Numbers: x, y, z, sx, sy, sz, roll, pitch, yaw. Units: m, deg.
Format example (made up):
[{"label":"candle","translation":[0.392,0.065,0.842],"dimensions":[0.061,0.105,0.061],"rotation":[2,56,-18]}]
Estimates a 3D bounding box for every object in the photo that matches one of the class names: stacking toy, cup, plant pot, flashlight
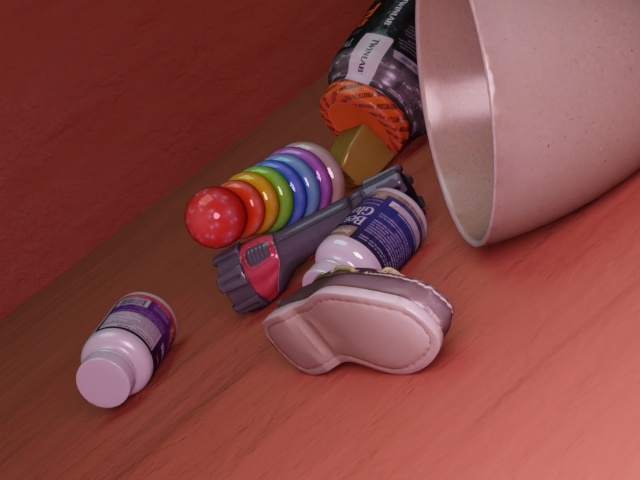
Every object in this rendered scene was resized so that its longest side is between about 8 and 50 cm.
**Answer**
[{"label":"stacking toy","translation":[-0.096,-0.057,1.774],"dimensions":[0.141,0.141,0.330],"rotation":[-26,0,32]},{"label":"cup","translation":[0.252,-0.174,1.257],"dimensions":[0.237,0.331,0.331],"rotation":[-10,12,-6]},{"label":"plant pot","translation":[0.059,-0.134,1.984],"dimensions":[0.083,0.081,0.081],"rotation":[-56,21,-23]},{"label":"flashlight","translation":[0.000,0.000,1.637],"dimensions":[0.304,0.103,0.103],"rotation":[-26,19,15]}]

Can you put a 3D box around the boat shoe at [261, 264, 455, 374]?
[{"label":"boat shoe","translation":[0.046,0.074,1.225],"dimensions":[0.097,0.116,0.324],"rotation":[-45,11,-25]}]

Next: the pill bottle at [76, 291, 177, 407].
[{"label":"pill bottle","translation":[-0.286,0.162,1.717],"dimensions":[0.108,0.108,0.193],"rotation":[-29,14,21]}]

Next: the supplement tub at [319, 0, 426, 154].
[{"label":"supplement tub","translation":[0.150,-0.321,2.044],"dimensions":[0.207,0.207,0.338],"rotation":[-13,39,58]}]

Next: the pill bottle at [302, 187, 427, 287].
[{"label":"pill bottle","translation":[0.052,0.016,1.439],"dimensions":[0.094,0.094,0.169],"rotation":[-19,21,48]}]
